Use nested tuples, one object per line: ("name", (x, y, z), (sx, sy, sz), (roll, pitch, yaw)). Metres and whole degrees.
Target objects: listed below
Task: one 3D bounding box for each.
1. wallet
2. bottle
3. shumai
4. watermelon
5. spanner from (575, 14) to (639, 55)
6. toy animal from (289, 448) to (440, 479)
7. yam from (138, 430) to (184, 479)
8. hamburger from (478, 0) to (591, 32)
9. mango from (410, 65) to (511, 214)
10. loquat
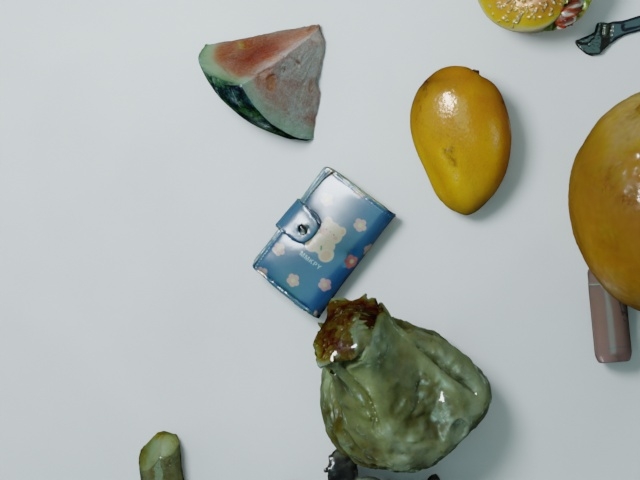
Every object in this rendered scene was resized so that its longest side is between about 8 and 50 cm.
("wallet", (0.000, 0.000, 1.676), (0.141, 0.059, 0.202), (38, 96, 11))
("bottle", (0.417, 0.105, 1.598), (0.053, 0.053, 0.140), (-6, 87, 10))
("shumai", (0.106, 0.203, 1.552), (0.260, 0.222, 0.225), (16, 69, 13))
("watermelon", (-0.088, -0.250, 1.710), (0.202, 0.136, 0.207), (-24, 50, -27))
("spanner", (0.477, -0.318, 1.621), (0.208, 0.012, 0.046), (-16, 86, 9))
("toy animal", (0.106, 0.409, 1.624), (0.343, 0.106, 0.168), (31, 101, 16))
("yam", (-0.244, 0.370, 1.705), (0.069, 0.070, 0.147), (-9, 88, 10))
("hamburger", (0.313, -0.402, 1.601), (0.172, 0.116, 0.210), (4, 89, 13))
("mango", (0.207, -0.146, 1.621), (0.144, 0.112, 0.219), (-8, 99, 10))
("loquat", (0.489, -0.051, 1.464), (0.328, 0.328, 0.329), (0, 88, 10))
